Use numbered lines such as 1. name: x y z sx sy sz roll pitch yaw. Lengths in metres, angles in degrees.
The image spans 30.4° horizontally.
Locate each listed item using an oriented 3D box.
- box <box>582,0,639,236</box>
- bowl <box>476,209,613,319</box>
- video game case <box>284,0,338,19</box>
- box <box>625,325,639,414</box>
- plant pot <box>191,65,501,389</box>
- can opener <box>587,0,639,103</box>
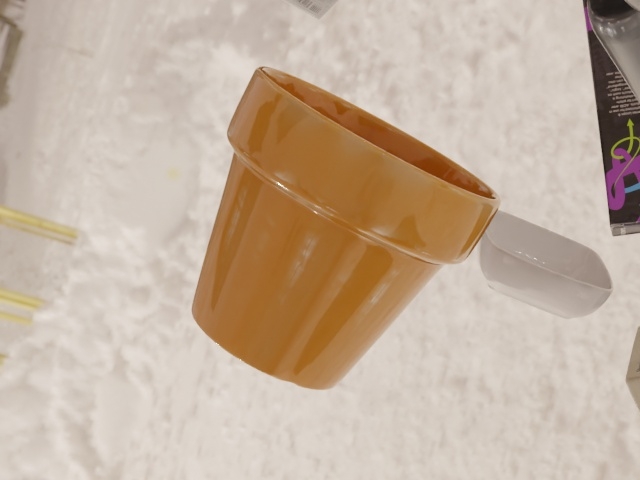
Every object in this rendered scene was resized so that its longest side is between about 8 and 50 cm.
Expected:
1. box: 0.233 -0.087 0.749 0.029 0.116 0.162 48 -142 -67
2. bowl: 0.220 0.028 1.199 0.142 0.142 0.053 -77 9 -72
3. video game case: -0.014 -0.349 1.430 0.143 0.157 0.019 -40 45 32
4. box: 0.444 0.115 1.132 0.275 0.094 0.113 -18 20 29
5. plant pot: 0.000 0.000 0.885 0.188 0.205 0.205 -61 21 12
6. can opener: 0.133 -0.077 0.430 0.074 0.280 0.093 -15 50 32
